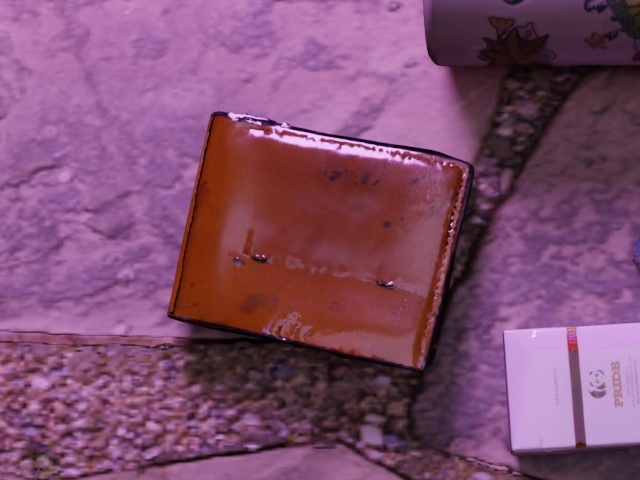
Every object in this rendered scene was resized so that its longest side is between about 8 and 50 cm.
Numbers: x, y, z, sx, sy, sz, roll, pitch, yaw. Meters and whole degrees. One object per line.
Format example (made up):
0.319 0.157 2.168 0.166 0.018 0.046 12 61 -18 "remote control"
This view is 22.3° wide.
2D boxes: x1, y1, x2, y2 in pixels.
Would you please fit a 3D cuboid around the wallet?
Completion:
0.000 0.002 1.135 0.196 0.042 0.161 9 76 12 "wallet"

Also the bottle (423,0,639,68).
0.198 -0.177 1.099 0.253 0.120 0.120 -1 79 9 "bottle"

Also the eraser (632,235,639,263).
0.262 -0.001 1.101 0.085 0.027 0.063 22 84 12 "eraser"

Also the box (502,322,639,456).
0.201 0.098 1.084 0.154 0.040 0.084 -4 79 8 "box"
